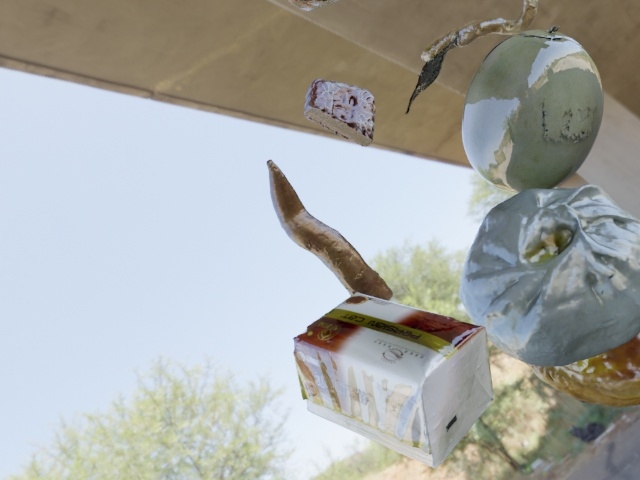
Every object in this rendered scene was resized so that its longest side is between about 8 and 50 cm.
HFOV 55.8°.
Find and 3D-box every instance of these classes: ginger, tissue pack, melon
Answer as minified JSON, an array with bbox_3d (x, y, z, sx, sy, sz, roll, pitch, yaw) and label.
[{"bbox_3d":[0.376,-0.497,1.441,0.288,0.075,0.089,-15,20,24],"label":"ginger"},{"bbox_3d":[0.065,0.118,0.558,0.106,0.149,0.099,-32,-60,-40],"label":"tissue pack"},{"bbox_3d":[0.420,-0.255,1.202,0.268,0.268,0.330,-21,-53,-44],"label":"melon"}]

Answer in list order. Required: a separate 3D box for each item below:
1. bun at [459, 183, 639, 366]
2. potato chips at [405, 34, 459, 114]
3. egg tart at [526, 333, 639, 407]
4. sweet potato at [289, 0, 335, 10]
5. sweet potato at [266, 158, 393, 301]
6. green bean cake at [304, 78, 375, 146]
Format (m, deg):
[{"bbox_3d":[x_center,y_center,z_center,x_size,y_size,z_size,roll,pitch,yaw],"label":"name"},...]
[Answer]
[{"bbox_3d":[0.399,0.037,1.046,0.354,0.354,0.194,-40,-48,-5],"label":"bun"},{"bbox_3d":[0.257,-0.393,1.428,0.209,0.026,0.142,-53,-12,7],"label":"potato chips"},{"bbox_3d":[0.635,0.162,1.364,0.443,0.443,0.178,-39,-28,-8],"label":"egg tart"},{"bbox_3d":[0.101,-0.463,0.950,0.337,0.131,0.131,-8,-6,25],"label":"sweet potato"},{"bbox_3d":[0.000,0.000,0.918,0.059,0.281,0.067,-48,8,-18],"label":"sweet potato"},{"bbox_3d":[0.065,-0.418,1.963,0.233,0.198,0.097,14,-27,-11],"label":"green bean cake"}]
